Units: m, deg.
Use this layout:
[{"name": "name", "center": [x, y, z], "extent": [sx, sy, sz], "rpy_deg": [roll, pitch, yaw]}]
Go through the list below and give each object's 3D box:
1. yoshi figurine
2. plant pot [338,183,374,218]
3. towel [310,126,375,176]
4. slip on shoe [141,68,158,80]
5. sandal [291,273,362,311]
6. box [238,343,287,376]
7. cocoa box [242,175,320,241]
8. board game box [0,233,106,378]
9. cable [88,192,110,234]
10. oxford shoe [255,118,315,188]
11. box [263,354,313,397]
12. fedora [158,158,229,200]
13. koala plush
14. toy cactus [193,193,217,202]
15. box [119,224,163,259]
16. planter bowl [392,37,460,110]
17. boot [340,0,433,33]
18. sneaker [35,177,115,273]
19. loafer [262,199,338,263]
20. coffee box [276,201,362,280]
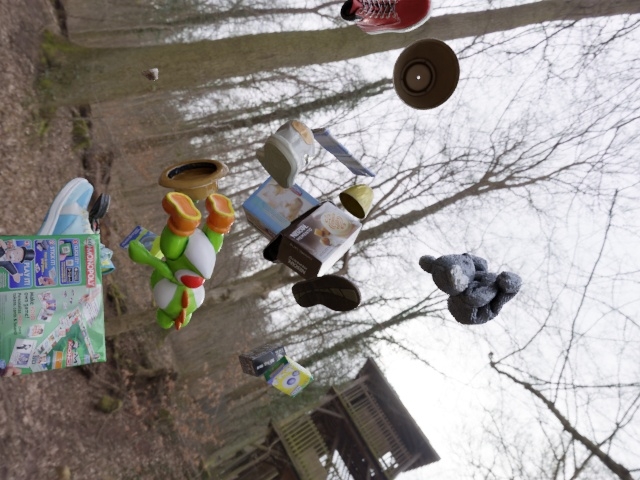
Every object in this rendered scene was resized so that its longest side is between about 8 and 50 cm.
[{"name": "yoshi figurine", "center": [-0.340, 0.045, 0.984], "extent": [0.203, 0.203, 0.362], "rpy_deg": [24, -63, -2]}, {"name": "plant pot", "center": [0.151, -0.164, 1.558], "extent": [0.134, 0.095, 0.134], "rpy_deg": [40, -18, 16]}, {"name": "towel", "center": [0.086, -0.359, 1.648], "extent": [0.285, 0.034, 0.209], "rpy_deg": [38, -1, -21]}, {"name": "slip on shoe", "center": [-0.706, -0.684, 1.680], "extent": [0.135, 0.051, 0.041], "rpy_deg": [15, -58, 47]}, {"name": "sandal", "center": [0.017, 0.123, 0.974], "extent": [0.219, 0.060, 0.090], "rpy_deg": [-15, -85, 48]}, {"name": "box", "center": [-0.241, 0.499, 1.701], "extent": [0.180, 0.147, 0.078], "rpy_deg": [-20, -92, 58]}, {"name": "cocoa box", "center": [-0.126, -0.088, 1.742], "extent": [0.347, 0.231, 0.228], "rpy_deg": [39, -15, 9]}, {"name": "board game box", "center": [-0.638, 0.144, 0.962], "extent": [0.046, 0.213, 0.317], "rpy_deg": [-20, -106, 56]}, {"name": "cable", "center": [-0.675, -0.059, 1.228], "extent": [0.287, 0.072, 0.139], "rpy_deg": [-39, -139, 31]}, {"name": "oxford shoe", "center": [-0.110, -0.270, 1.292], "extent": [0.169, 0.130, 0.449], "rpy_deg": [45, -10, -9]}, {"name": "box", "center": [-0.104, 0.487, 1.430], "extent": [0.179, 0.105, 0.043], "rpy_deg": [46, 1, -40]}, {"name": "fedora", "center": [-0.353, -0.165, 1.145], "extent": [0.194, 0.194, 0.079], "rpy_deg": [40, -37, 44]}, {"name": "koala plush", "center": [0.389, 0.115, 1.124], "extent": [0.221, 0.203, 0.196], "rpy_deg": [32, 3, -27]}, {"name": "toy cactus", "center": [-0.554, -0.259, 1.821], "extent": [0.219, 0.112, 0.181], "rpy_deg": [2, -83, 31]}, {"name": "box", "center": [-0.664, 0.016, 1.520], "extent": [0.178, 0.109, 0.042], "rpy_deg": [24, -28, 18]}, {"name": "planter bowl", "center": [0.255, -0.412, 1.018], "extent": [0.109, 0.162, 0.162], "rpy_deg": [-83, 156, -72]}, {"name": "boot", "center": [0.186, -0.668, 1.172], "extent": [0.244, 0.176, 0.088], "rpy_deg": [8, -78, 37]}, {"name": "sneaker", "center": [-0.666, -0.012, 1.152], "extent": [0.127, 0.208, 0.319], "rpy_deg": [139, -33, -64]}, {"name": "loafer", "center": [-0.073, -0.009, 1.459], "extent": [0.366, 0.130, 0.134], "rpy_deg": [-39, -98, 31]}, {"name": "coffee box", "center": [0.000, 0.000, 1.212], "extent": [0.141, 0.246, 0.098], "rpy_deg": [35, -48, 14]}]
